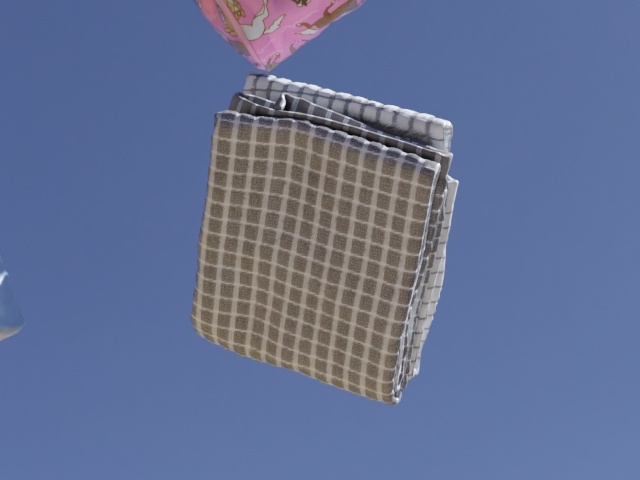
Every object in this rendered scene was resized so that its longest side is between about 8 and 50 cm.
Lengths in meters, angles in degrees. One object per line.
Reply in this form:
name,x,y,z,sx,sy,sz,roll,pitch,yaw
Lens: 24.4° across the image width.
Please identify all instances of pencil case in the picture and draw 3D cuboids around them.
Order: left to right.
pencil case,0.029,-0.342,1.521,0.386,0.167,0.160,-39,-19,-1

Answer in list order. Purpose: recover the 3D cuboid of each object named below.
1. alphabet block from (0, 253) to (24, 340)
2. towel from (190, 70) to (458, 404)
alphabet block,-0.402,0.029,1.232,0.197,0.193,0.192,-27,-14,26
towel,0.000,0.000,1.430,0.235,0.121,0.284,18,-61,19
